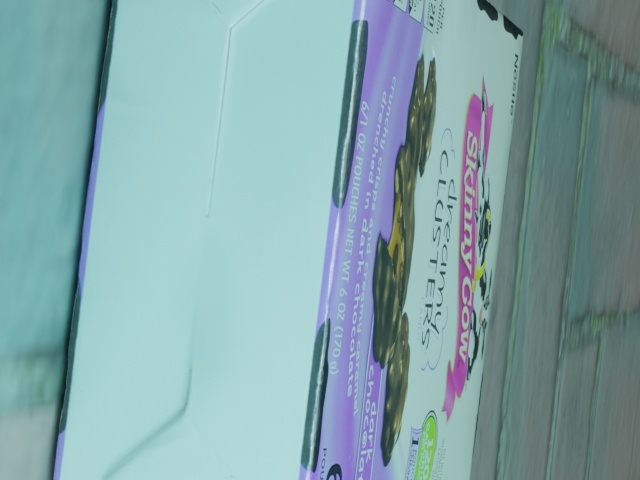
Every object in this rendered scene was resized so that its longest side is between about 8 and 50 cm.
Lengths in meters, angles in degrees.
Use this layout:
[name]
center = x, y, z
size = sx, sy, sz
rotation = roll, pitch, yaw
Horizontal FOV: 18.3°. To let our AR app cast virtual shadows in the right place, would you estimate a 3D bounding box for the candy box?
[candy box]
center = 0.000, 0.000, 0.577
size = 0.196, 0.070, 0.164
rotation = 10, 86, -73
